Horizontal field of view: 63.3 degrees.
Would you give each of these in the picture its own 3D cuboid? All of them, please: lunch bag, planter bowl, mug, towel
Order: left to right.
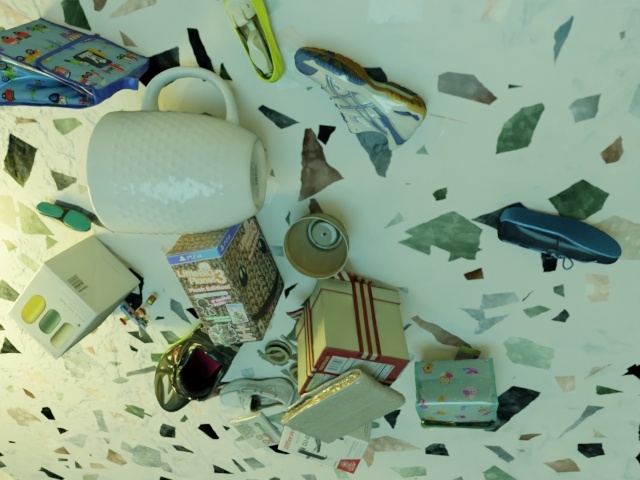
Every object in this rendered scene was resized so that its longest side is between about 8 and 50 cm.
[{"bbox_3d":[-0.528,-0.357,1.109,0.293,0.221,0.138,14,126,5],"label":"lunch bag"},{"bbox_3d":[-0.296,-0.197,1.159,0.327,0.276,0.375,2,94,7],"label":"mug"},{"bbox_3d":[0.000,0.000,1.282,0.162,0.109,0.162,6,114,13],"label":"planter bowl"},{"bbox_3d":[0.054,0.419,1.302,0.282,0.049,0.187,-36,127,26],"label":"towel"},{"bbox_3d":[0.383,0.447,1.469,0.223,0.160,0.262,-4,143,12],"label":"lunch bag"},{"bbox_3d":[0.414,0.333,1.472,0.060,0.009,0.083,16,125,4],"label":"towel"}]

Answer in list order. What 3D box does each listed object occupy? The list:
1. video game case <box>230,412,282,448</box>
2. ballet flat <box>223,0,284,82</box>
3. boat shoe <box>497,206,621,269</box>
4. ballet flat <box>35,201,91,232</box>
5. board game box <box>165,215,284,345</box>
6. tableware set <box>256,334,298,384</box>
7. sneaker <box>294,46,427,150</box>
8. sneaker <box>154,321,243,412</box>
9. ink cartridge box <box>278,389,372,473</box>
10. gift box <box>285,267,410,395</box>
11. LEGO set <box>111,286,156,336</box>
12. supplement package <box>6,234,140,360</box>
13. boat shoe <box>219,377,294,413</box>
[{"bbox_3d":[-0.226,0.688,1.869,0.143,0.019,0.157,-23,116,27],"label":"video game case"},{"bbox_3d":[-0.140,-0.428,1.052,0.077,0.077,0.231,-13,119,23],"label":"ballet flat"},{"bbox_3d":[0.533,-0.003,1.174,0.258,0.109,0.089,24,135,18],"label":"boat shoe"},{"bbox_3d":[-0.722,-0.063,1.472,0.168,0.057,0.052,25,154,1],"label":"ballet flat"},{"bbox_3d":[-0.228,0.080,1.325,0.141,0.232,0.291,-9,121,19],"label":"board game box"},{"bbox_3d":[-0.097,0.390,1.621,0.194,0.039,0.128,44,123,-16],"label":"tableware set"},{"bbox_3d":[0.067,-0.287,1.076,0.296,0.112,0.131,28,126,-4],"label":"sneaker"},{"bbox_3d":[-0.410,0.408,1.612,0.185,0.202,0.483,34,125,-9],"label":"sneaker"},{"bbox_3d":[0.013,0.632,1.712,0.272,0.114,0.197,18,126,3],"label":"ink cartridge box"},{"bbox_3d":[0.058,0.238,1.341,0.276,0.258,0.255,17,129,-17],"label":"gift box"},{"bbox_3d":[-0.624,0.194,1.609,0.244,0.060,0.183,14,126,9],"label":"LEGO set"},{"bbox_3d":[-0.710,0.164,1.498,0.199,0.198,0.262,46,119,-5],"label":"supplement package"},{"bbox_3d":[-0.225,0.519,1.706,0.277,0.096,0.098,-15,119,23],"label":"boat shoe"}]
